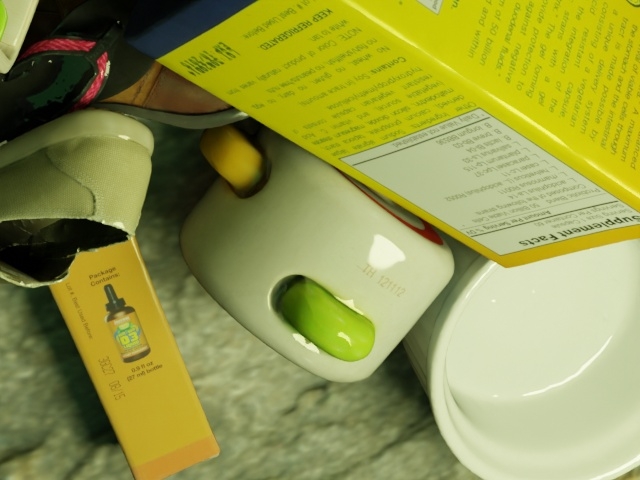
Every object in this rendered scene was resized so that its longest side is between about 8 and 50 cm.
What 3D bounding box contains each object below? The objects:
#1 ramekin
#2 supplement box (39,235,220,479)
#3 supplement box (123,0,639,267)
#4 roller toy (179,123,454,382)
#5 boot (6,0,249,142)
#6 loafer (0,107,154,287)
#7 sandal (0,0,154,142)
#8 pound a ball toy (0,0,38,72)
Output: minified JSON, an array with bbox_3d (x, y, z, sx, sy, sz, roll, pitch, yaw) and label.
[{"bbox_3d":[0.204,0.071,1.176,0.277,0.135,0.277,-8,117,-15],"label":"ramekin"},{"bbox_3d":[-0.158,0.085,1.098,0.078,0.080,0.233,-22,121,-8],"label":"supplement box"},{"bbox_3d":[0.085,-0.151,0.912,0.356,0.194,0.195,30,67,-26],"label":"supplement box"},{"bbox_3d":[0.000,0.000,1.045,0.146,0.209,0.191,-51,159,9],"label":"roller toy"},{"bbox_3d":[-0.137,-0.219,0.967,0.264,0.096,0.280,-10,112,1],"label":"boot"},{"bbox_3d":[-0.234,-0.006,0.967,0.268,0.092,0.102,-26,147,27],"label":"loafer"},{"bbox_3d":[-0.186,-0.112,0.932,0.179,0.040,0.067,-29,110,8],"label":"sandal"},{"bbox_3d":[-0.274,-0.242,0.849,0.319,0.136,0.208,19,88,-7],"label":"pound a ball toy"}]
